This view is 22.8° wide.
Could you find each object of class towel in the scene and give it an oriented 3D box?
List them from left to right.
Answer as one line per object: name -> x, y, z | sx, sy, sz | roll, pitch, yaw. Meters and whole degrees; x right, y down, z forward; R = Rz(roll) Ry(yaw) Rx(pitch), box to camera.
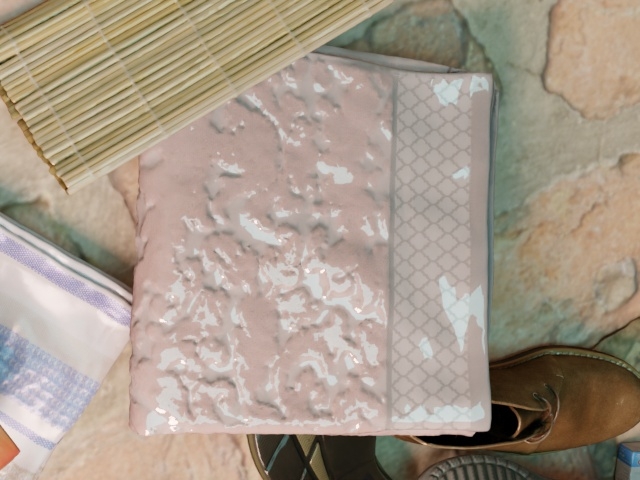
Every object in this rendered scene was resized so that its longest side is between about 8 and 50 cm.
towel -> -0.292, 0.118, 1.312 | 0.209, 0.034, 0.285 | 35, 89, -26
towel -> 0.000, 0.000, 1.331 | 0.316, 0.053, 0.332 | 4, 84, -18

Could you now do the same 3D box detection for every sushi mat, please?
sushi mat -> -0.108, -0.175, 1.275 | 0.316, 0.019, 0.151 | -32, 81, -13

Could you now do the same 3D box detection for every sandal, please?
sandal -> -0.002, 0.201, 1.436 | 0.120, 0.086, 0.303 | -35, 130, -17

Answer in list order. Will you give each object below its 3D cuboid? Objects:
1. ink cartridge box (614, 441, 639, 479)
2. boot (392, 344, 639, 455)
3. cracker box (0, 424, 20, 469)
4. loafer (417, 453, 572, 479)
ink cartridge box -> 0.324, 0.247, 1.612 | 0.048, 0.028, 0.083 | 0, 104, -23
boot -> 0.192, 0.163, 1.486 | 0.305, 0.115, 0.112 | 2, 102, -25
cracker box -> -0.363, 0.122, 1.214 | 0.155, 0.067, 0.232 | -41, 107, -23
loafer -> 0.194, 0.272, 1.520 | 0.251, 0.094, 0.087 | 15, 138, -23
